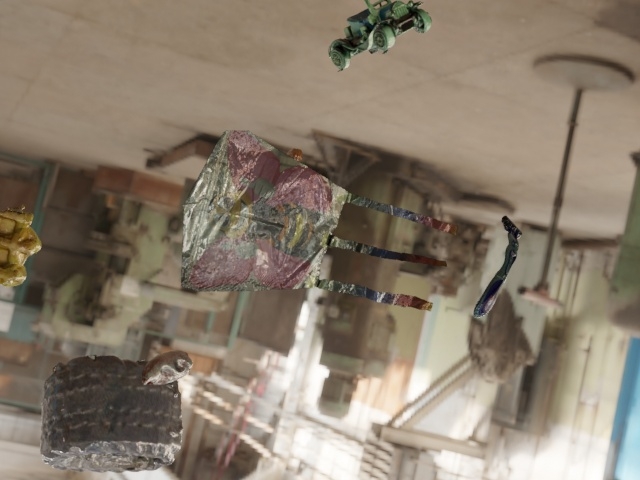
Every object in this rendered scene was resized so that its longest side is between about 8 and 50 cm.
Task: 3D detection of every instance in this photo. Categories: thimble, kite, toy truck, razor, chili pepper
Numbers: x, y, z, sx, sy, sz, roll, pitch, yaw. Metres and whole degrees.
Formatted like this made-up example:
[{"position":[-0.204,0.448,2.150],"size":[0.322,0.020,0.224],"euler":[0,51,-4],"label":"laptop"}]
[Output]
[{"position":[-0.356,0.298,1.631],"size":[0.236,0.172,0.205],"euler":[5,157,-17],"label":"thimble"},{"position":[-0.001,0.000,1.203],"size":[0.360,0.204,0.022],"euler":[17,-179,-21],"label":"kite"},{"position":[0.066,-0.282,1.253],"size":[0.080,0.078,0.154],"euler":[-31,-168,-26],"label":"toy truck"},{"position":[0.241,0.038,1.282],"size":[0.028,0.155,0.044],"euler":[-7,138,49],"label":"razor"},{"position":[-0.244,0.201,1.498],"size":[0.041,0.050,0.153],"euler":[-11,178,25],"label":"chili pepper"}]

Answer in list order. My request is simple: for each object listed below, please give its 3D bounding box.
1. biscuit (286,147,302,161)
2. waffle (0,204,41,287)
[{"position":[-0.054,-0.092,1.617],"size":[0.019,0.131,0.102],"euler":[9,152,-18],"label":"biscuit"},{"position":[-0.366,-0.005,0.902],"size":[0.192,0.161,0.046],"euler":[-23,179,-1],"label":"waffle"}]
